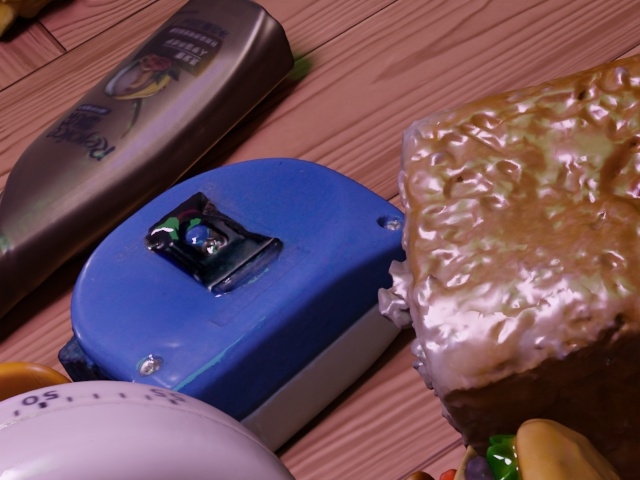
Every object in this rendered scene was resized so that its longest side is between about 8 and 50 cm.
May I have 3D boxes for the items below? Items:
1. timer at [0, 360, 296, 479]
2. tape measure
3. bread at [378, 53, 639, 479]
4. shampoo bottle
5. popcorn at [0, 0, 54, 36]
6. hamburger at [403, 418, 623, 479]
[{"bbox_3d":[-0.092,0.183,0.721,0.233,0.233,0.240,-30,24,-7],"label":"timer"},{"bbox_3d":[0.000,0.000,1.050,0.351,0.098,0.215,-37,36,-21],"label":"tape measure"},{"bbox_3d":[0.153,0.020,0.846,0.246,0.176,0.195,-14,47,12],"label":"bread"},{"bbox_3d":[-0.167,-0.058,1.248,0.125,0.084,0.350,16,52,43],"label":"shampoo bottle"},{"bbox_3d":[-0.334,-0.307,1.601,0.212,0.259,0.259,31,59,24],"label":"popcorn"},{"bbox_3d":[0.093,0.159,0.713,0.115,0.162,0.162,-19,34,10],"label":"hamburger"}]
